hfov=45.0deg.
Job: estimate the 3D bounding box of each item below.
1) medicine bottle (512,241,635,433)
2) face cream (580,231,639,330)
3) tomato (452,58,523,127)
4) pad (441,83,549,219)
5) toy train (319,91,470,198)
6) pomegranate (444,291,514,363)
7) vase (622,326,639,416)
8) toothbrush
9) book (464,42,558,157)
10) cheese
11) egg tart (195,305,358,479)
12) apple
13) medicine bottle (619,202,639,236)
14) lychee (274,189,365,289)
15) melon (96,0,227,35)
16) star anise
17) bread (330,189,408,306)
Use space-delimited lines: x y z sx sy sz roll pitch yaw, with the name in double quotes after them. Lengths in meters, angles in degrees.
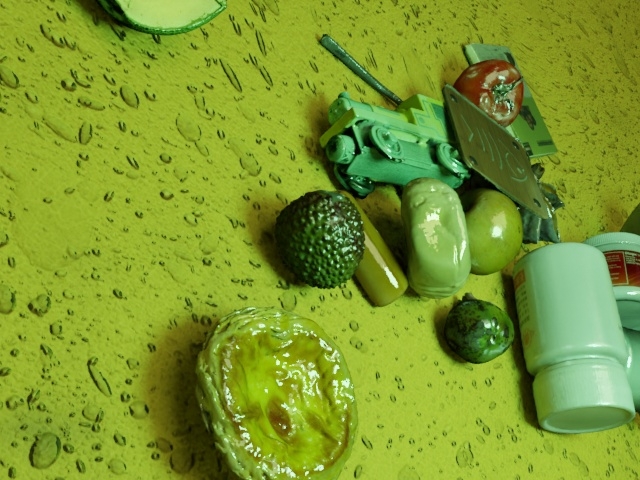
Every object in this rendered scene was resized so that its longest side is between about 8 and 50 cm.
0.541 0.208 1.667 0.211 0.211 0.371 22 53 -34 "medicine bottle"
0.732 0.110 1.917 0.201 0.201 0.187 30 49 -29 "face cream"
0.411 -0.364 1.912 0.187 0.151 0.187 -5 105 -20 "tomato"
0.385 -0.194 1.703 0.284 0.018 0.286 30 36 -29 "pad"
0.146 -0.201 1.576 0.369 0.150 0.237 8 53 -42 "toy train"
0.313 0.162 1.534 0.138 0.125 0.163 20 52 -20 "pomegranate"
0.729 0.307 1.803 0.291 0.245 0.245 16 56 -27 "vase"
0.110 -0.355 1.710 0.297 0.030 0.030 37 56 -24 "toothbrush"
0.534 -0.391 2.144 0.239 0.035 0.352 -14 77 -50 "book"
0.213 -0.004 1.478 0.117 0.214 0.225 -7 71 0 "cheese"
-0.071 0.235 1.123 0.295 0.116 0.294 26 49 -34 "egg tart"
0.342 -0.017 1.634 0.155 0.182 0.182 45 43 -20 "apple"
0.891 0.075 2.053 0.123 0.282 0.375 7 53 -1 "medicine bottle"
0.000 0.000 1.307 0.171 0.171 0.171 23 52 -34 "lychee"
-0.311 -0.428 1.281 0.265 0.129 0.169 46 65 -19 "melon"
0.468 -0.120 1.862 0.332 0.118 0.331 28 41 -28 "star anise"
0.078 0.008 1.432 0.239 0.074 0.092 55 46 -5 "bread"
